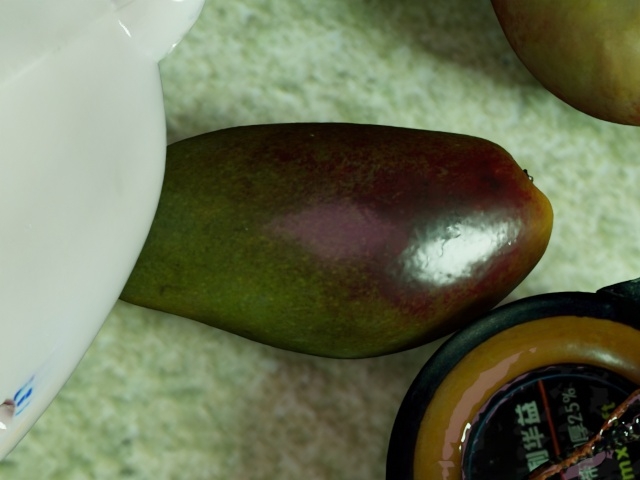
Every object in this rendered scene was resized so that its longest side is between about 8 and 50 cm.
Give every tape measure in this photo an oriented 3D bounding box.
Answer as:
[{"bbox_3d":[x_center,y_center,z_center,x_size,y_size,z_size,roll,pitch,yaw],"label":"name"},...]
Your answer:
[{"bbox_3d":[0.145,0.127,0.748,0.223,0.135,0.202,-17,67,11],"label":"tape measure"}]

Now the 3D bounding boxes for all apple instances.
[{"bbox_3d":[0.191,-0.170,0.812,0.209,0.164,0.209,-2,86,26],"label":"apple"}]

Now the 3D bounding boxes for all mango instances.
[{"bbox_3d":[0.000,0.000,0.786,0.268,0.111,0.133,-1,89,-2],"label":"mango"}]

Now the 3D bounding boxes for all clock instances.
[{"bbox_3d":[-0.236,-0.003,0.643,0.377,0.368,0.250,-38,107,-35],"label":"clock"}]
